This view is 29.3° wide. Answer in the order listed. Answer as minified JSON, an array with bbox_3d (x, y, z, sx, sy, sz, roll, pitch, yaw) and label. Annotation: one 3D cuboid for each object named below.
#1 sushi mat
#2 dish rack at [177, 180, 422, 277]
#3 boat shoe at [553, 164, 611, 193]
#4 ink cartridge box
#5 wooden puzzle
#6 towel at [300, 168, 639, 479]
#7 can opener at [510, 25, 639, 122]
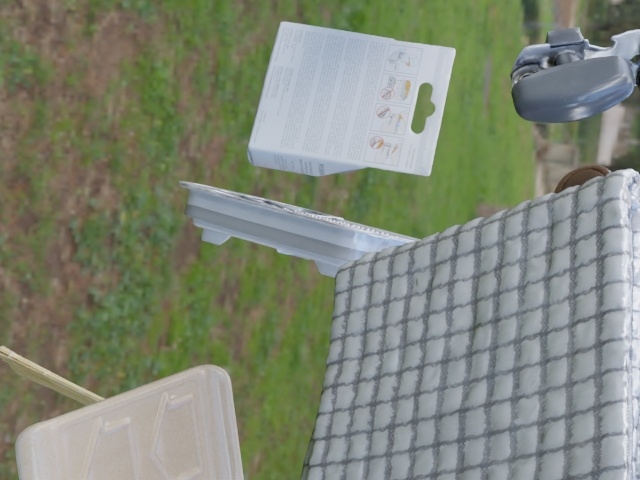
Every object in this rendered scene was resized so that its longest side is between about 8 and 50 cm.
[{"bbox_3d":[-0.379,0.264,2.017,0.151,0.316,0.019,94,22,-70],"label":"sushi mat"},{"bbox_3d":[0.000,0.000,1.586,0.285,0.333,0.072,12,92,-53],"label":"dish rack"},{"bbox_3d":[0.310,0.031,1.375,0.095,0.095,0.257,62,25,-43],"label":"boat shoe"},{"bbox_3d":[0.039,-0.170,1.551,0.066,0.232,0.189,88,15,-70],"label":"ink cartridge box"},{"bbox_3d":[-0.245,0.354,1.606,0.348,0.080,0.322,-14,99,-50],"label":"wooden puzzle"},{"bbox_3d":[0.104,0.125,0.698,0.121,0.235,0.283,34,50,-36],"label":"towel"},{"bbox_3d":[0.309,-0.145,1.078,0.076,0.283,0.095,80,6,-52],"label":"can opener"}]
